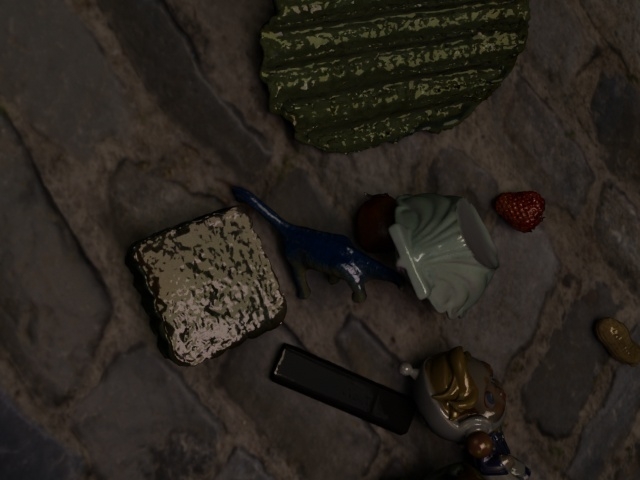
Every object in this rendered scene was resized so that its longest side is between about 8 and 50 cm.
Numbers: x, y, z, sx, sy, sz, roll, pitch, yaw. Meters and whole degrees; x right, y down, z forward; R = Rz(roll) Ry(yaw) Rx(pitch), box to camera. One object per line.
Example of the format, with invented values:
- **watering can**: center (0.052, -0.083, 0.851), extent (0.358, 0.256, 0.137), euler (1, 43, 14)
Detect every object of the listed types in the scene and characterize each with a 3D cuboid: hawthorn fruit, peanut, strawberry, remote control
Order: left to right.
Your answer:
- **remote control**: center (0.038, 0.223, 1.181), extent (0.245, 0.025, 0.063), euler (26, 75, -20)
- **hawthorn fruit**: center (0.090, -0.028, 1.182), extent (0.081, 0.081, 0.093), euler (-5, 88, -22)
- **strawberry**: center (0.324, -0.052, 1.284), extent (0.083, 0.073, 0.073), euler (30, 77, -3)
- **peanut**: center (0.515, 0.174, 1.363), extent (0.113, 0.054, 0.054), euler (47, 73, -17)

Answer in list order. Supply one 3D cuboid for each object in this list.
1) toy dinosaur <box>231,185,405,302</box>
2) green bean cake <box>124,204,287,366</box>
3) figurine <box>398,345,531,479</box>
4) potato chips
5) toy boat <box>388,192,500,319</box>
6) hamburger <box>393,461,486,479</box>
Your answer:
- **toy dinosaur**: center (0.000, 0.000, 1.088), extent (0.075, 0.247, 0.188), euler (-49, 126, -31)
- **green bean cake**: center (-0.157, 0.060, 1.068), extent (0.173, 0.094, 0.182), euler (-24, 97, -22)
- **figurine**: center (0.236, 0.275, 1.215), extent (0.274, 0.133, 0.194), euler (48, 30, -39)
- **potato chips**: center (0.115, -0.308, 1.140), extent (0.428, 0.070, 0.359), euler (-13, 122, -11)
- **toy boat**: center (0.180, 0.010, 1.117), extent (0.100, 0.290, 0.200), euler (-29, 84, 23)
- **hamburger**: center (0.186, 0.409, 1.103), extent (0.167, 0.288, 0.192), euler (-40, 90, 0)
